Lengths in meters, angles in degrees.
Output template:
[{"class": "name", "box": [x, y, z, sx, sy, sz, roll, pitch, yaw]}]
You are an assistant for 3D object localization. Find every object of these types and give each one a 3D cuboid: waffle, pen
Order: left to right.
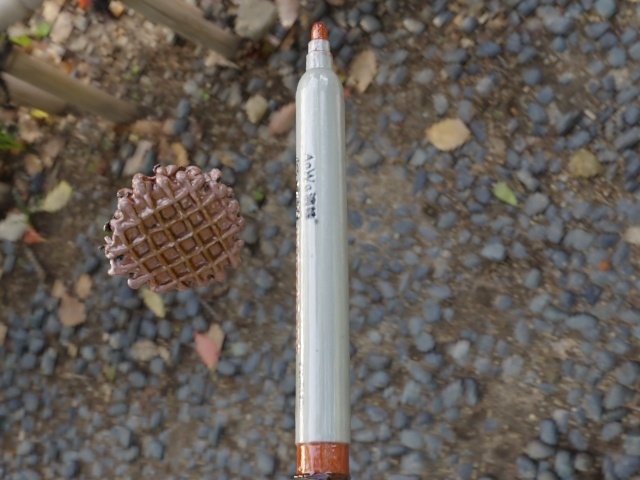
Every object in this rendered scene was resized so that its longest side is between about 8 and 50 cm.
[{"class": "waffle", "box": [-0.083, -0.005, 0.679, 0.029, 0.083, 0.075, -127, 44, -62]}, {"class": "pen", "box": [0.000, 0.000, 0.545, 0.026, 0.026, 0.218, -10, 72, 30]}]
